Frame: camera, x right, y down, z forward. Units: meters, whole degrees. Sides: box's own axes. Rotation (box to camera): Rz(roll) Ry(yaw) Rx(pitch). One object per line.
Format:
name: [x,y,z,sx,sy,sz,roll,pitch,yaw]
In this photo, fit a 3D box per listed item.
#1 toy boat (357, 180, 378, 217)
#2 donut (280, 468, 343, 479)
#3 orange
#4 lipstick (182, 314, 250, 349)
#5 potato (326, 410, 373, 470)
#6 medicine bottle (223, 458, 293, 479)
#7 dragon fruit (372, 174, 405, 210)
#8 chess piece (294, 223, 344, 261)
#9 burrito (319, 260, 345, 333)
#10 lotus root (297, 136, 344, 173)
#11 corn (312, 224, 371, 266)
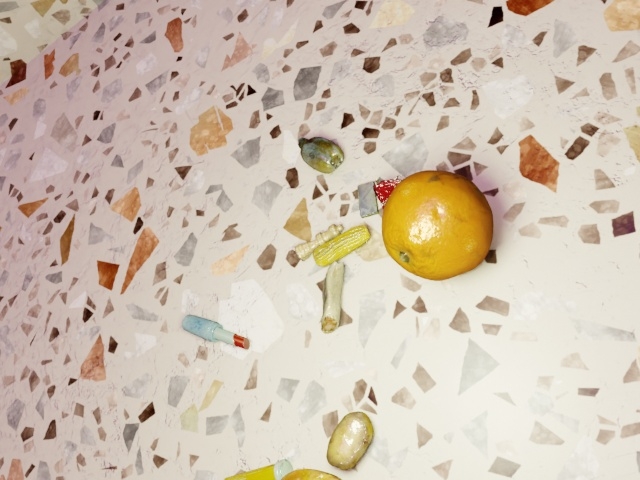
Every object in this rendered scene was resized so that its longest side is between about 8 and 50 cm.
toy boat: [0.152,-0.131,1.966,0.063,0.016,0.115,-15,65,24]
donut: [-0.018,0.781,1.641,0.299,0.150,0.318,15,80,32]
orange: [0.316,-0.041,1.672,0.311,0.312,0.313,-10,67,25]
lipstick: [-0.345,0.309,2.044,0.273,0.061,0.068,13,76,32]
potato: [0.083,0.559,1.709,0.107,0.080,0.171,23,79,33]
medicine bottle: [-0.188,0.707,1.807,0.218,0.074,0.074,-23,63,21]
dragon fruit: [0.233,-0.140,1.882,0.102,0.096,0.147,-7,111,30]
chess piece: [0.000,0.000,1.977,0.171,0.060,0.060,-32,60,14]
burrito: [0.036,0.168,1.886,0.060,0.087,0.226,11,70,-8]
lotus root: [-0.006,-0.297,2.071,0.192,0.088,0.113,34,73,34]
corn: [0.067,0.017,1.924,0.203,0.072,0.072,-31,60,15]
